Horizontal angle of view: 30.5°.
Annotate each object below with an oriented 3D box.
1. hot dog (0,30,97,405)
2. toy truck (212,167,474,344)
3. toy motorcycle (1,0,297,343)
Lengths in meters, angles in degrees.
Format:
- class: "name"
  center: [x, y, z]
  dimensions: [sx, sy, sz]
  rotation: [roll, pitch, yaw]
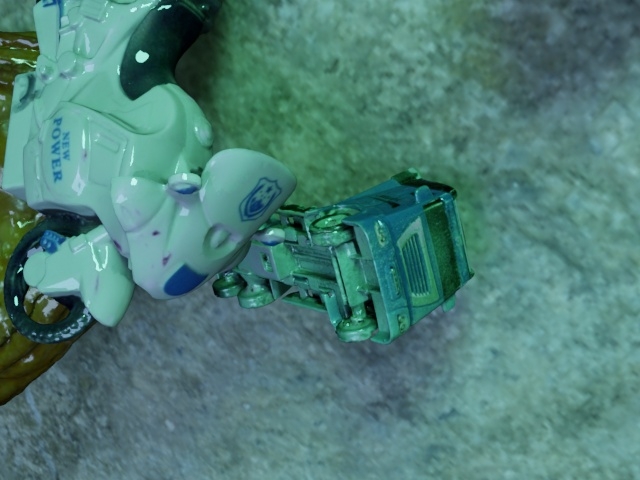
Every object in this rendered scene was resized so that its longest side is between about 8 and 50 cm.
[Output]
- class: "hot dog"
  center: [-0.201, -0.009, 0.708]
  dimensions: [0.272, 0.122, 0.196]
  rotation: [-33, 86, 43]
- class: "toy truck"
  center: [0.000, 0.000, 0.615]
  dimensions: [0.175, 0.081, 0.067]
  rotation: [10, 120, 52]
- class: "toy motorcycle"
  center: [-0.082, -0.062, 0.557]
  dimensions: [0.150, 0.102, 0.221]
  rotation: [-7, 71, 25]
